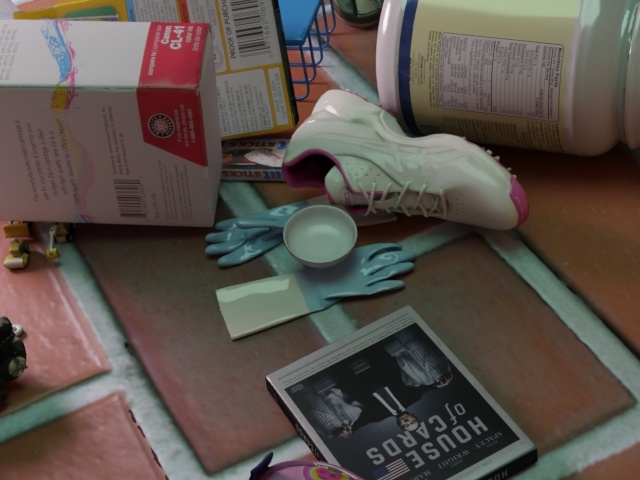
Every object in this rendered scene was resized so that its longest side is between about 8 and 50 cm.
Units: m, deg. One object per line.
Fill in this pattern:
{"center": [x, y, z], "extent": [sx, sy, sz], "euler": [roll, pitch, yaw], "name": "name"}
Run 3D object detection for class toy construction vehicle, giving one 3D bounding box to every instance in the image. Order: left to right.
{"center": [-0.346, -0.010, 1.641], "extent": [0.086, 0.035, 0.098], "euler": [-3, 42, 8], "name": "toy construction vehicle"}

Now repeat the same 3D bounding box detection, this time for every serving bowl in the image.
{"center": [0.000, 0.000, 1.521], "extent": [0.083, 0.027, 0.083], "euler": [-1, 52, 1], "name": "serving bowl"}

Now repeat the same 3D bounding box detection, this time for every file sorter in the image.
{"center": [-0.054, -0.280, 1.831], "extent": [0.118, 0.104, 0.170], "euler": [4, 44, 15], "name": "file sorter"}

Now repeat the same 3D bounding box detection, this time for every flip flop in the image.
{"center": [0.064, -0.409, 1.983], "extent": [0.112, 0.080, 0.277], "euler": [0, 57, 4], "name": "flip flop"}

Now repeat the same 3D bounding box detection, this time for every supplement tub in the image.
{"center": [0.252, -0.226, 1.610], "extent": [0.325, 0.235, 0.235], "euler": [9, 45, 21], "name": "supplement tub"}

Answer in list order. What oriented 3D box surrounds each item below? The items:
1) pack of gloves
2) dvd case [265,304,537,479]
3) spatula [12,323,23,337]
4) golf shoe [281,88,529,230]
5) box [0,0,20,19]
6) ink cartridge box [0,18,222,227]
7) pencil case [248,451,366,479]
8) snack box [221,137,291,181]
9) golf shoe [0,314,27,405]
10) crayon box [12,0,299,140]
{"center": [-0.017, 0.004, 1.552], "extent": [0.232, 0.046, 0.195], "euler": [-16, 41, -6], "name": "pack of gloves"}
{"center": [0.076, 0.177, 1.351], "extent": [0.179, 0.029, 0.238], "euler": [-25, 43, -16], "name": "dvd case"}
{"center": [-0.463, 0.147, 1.502], "extent": [0.168, 0.019, 0.242], "euler": [20, 50, 31], "name": "spatula"}
{"center": [0.091, -0.065, 1.556], "extent": [0.306, 0.115, 0.140], "euler": [25, 56, 31], "name": "golf shoe"}
{"center": [-0.542, -0.260, 1.818], "extent": [0.262, 0.126, 0.231], "euler": [-15, 47, -36], "name": "box"}
{"center": [-0.275, -0.136, 1.575], "extent": [0.306, 0.226, 0.131], "euler": [3, 48, 3], "name": "ink cartridge box"}
{"center": [-0.024, 0.299, 1.043], "extent": [0.124, 0.284, 0.124], "euler": [7, 36, -5], "name": "pencil case"}
{"center": [-0.039, -0.101, 1.690], "extent": [0.178, 0.022, 0.064], "euler": [2, 42, 14], "name": "snack box"}
{"center": [-0.430, 0.174, 1.409], "extent": [0.120, 0.105, 0.273], "euler": [14, 41, 30], "name": "golf shoe"}
{"center": [-0.203, -0.219, 1.707], "extent": [0.323, 0.203, 0.083], "euler": [-9, 12, 4], "name": "crayon box"}
